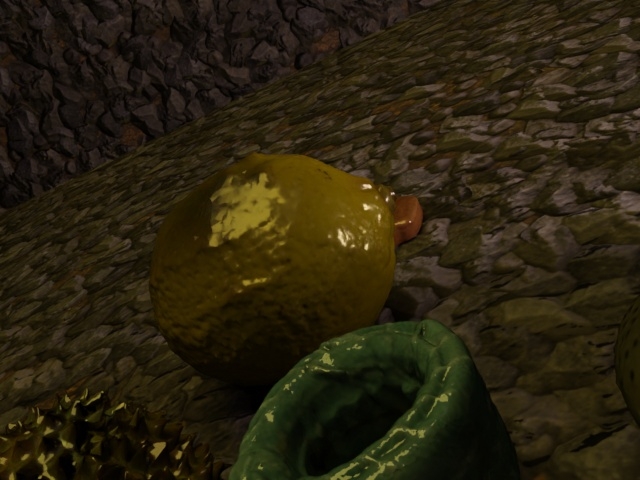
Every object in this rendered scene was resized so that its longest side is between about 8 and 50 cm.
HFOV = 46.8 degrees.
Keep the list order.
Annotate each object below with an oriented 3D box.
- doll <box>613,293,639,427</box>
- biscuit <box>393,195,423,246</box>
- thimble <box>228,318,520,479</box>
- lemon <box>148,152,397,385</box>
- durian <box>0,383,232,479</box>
[{"bbox_3d":[0.305,0.045,0.489,0.161,0.261,0.177,22,28,7],"label":"doll"},{"bbox_3d":[0.000,0.000,1.155,0.333,0.047,0.202,-16,26,25],"label":"biscuit"},{"bbox_3d":[0.040,0.183,0.604,0.235,0.143,0.198,-33,22,-13],"label":"thimble"},{"bbox_3d":[-0.053,0.032,0.868,0.322,0.268,0.268,-32,20,22],"label":"lemon"},{"bbox_3d":[-0.209,0.265,0.607,0.258,0.258,0.293,-1,46,47],"label":"durian"}]
